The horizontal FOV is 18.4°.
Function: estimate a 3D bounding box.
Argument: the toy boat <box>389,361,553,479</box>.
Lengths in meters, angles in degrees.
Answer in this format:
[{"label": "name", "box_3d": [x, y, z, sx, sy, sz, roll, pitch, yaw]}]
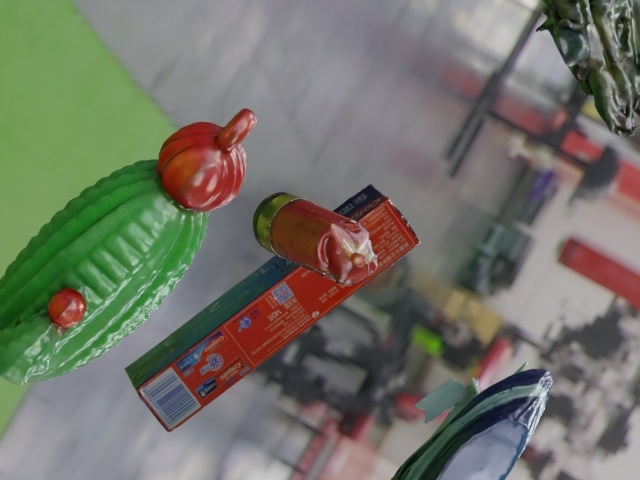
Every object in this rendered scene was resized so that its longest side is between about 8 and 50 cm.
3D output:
[{"label": "toy boat", "box_3d": [0.150, 0.176, 1.929, 0.210, 0.070, 0.291, -37, -170, 28]}]

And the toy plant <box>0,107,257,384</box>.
[{"label": "toy plant", "box_3d": [-0.125, 0.000, 1.253, 0.240, 0.088, 0.154, -47, -174, 5]}]

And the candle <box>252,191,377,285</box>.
[{"label": "candle", "box_3d": [0.000, 0.000, 1.495, 0.131, 0.052, 0.052, 25, -96, 55]}]

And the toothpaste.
[{"label": "toothpaste", "box_3d": [-0.050, 0.067, 2.000, 0.320, 0.066, 0.076, -36, -160, -3]}]

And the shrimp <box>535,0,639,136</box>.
[{"label": "shrimp", "box_3d": [0.198, -0.252, 1.511, 0.085, 0.445, 0.272, -24, 146, 21]}]
